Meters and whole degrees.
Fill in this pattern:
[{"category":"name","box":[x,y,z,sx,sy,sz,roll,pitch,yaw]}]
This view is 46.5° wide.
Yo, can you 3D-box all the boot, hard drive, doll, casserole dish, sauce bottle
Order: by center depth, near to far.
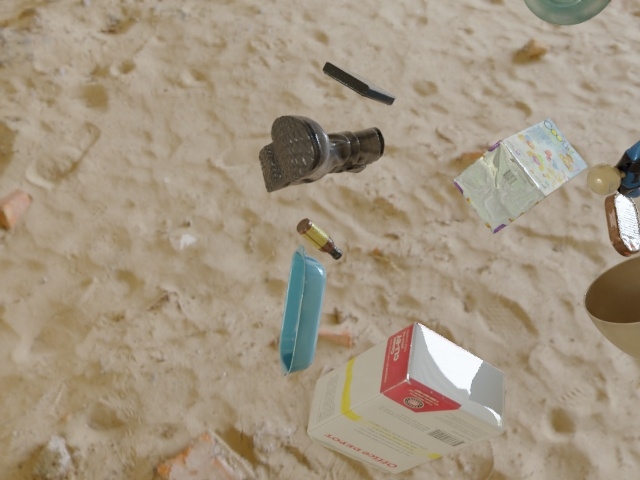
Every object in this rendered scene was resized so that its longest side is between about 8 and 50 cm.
[{"category":"doll","box":[0.396,-0.095,0.859,0.189,0.129,0.046,-16,52,-4]},{"category":"casserole dish","box":[-0.025,0.100,1.049,0.037,0.188,0.114,6,9,-13]},{"category":"hard drive","box":[0.070,-0.275,1.316,0.094,0.022,0.135,35,16,19]},{"category":"boot","box":[0.021,-0.176,1.383,0.223,0.338,0.118,-13,92,-15]},{"category":"sauce bottle","box":[0.000,0.000,1.667,0.042,0.128,0.042,-28,38,25]}]

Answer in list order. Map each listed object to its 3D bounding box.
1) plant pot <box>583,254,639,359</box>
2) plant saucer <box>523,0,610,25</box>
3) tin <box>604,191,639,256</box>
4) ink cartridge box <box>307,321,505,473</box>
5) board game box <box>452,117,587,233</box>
[{"category":"plant pot","box":[0.796,0.182,1.760,0.284,0.191,0.284,-27,18,10]},{"category":"plant saucer","box":[0.481,-0.515,1.454,0.195,0.195,0.037,25,35,14]},{"category":"tin","box":[0.841,-0.047,2.066,0.106,0.040,0.189,11,65,-25]},{"category":"ink cartridge box","box":[0.190,0.378,1.720,0.279,0.385,0.160,30,47,-21]},{"category":"board game box","box":[0.425,-0.141,1.570,0.275,0.142,0.144,-26,78,-50]}]
